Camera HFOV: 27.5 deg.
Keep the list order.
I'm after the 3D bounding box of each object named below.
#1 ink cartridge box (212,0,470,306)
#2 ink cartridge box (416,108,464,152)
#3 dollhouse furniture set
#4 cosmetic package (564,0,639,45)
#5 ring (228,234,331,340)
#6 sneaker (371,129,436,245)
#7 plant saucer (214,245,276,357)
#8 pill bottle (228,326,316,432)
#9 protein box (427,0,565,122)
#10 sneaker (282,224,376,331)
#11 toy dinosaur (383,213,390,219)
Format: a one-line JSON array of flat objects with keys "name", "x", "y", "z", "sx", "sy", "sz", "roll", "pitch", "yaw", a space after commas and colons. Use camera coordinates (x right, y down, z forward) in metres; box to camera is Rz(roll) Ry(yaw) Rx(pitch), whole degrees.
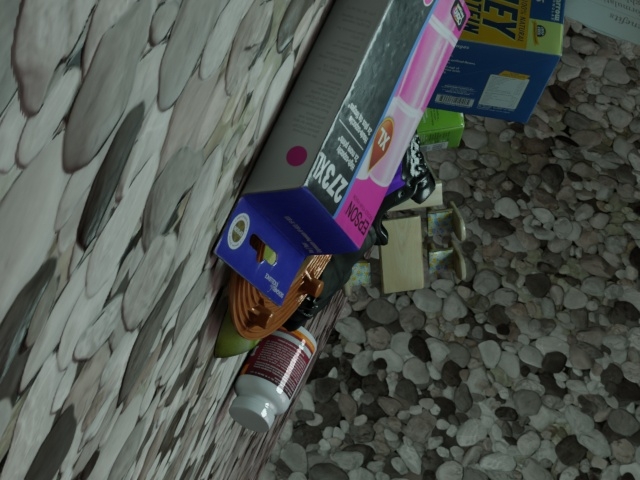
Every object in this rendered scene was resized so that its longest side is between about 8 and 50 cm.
[{"name": "ink cartridge box", "x": 0.029, "y": -0.116, "z": 1.278, "sx": 0.371, "sy": 0.069, "sz": 0.176, "roll": -63, "pitch": 154, "yaw": -10}, {"name": "ink cartridge box", "x": 0.160, "y": -0.281, "z": 2.098, "sx": 0.189, "sy": 0.097, "sz": 0.255, "roll": 64, "pitch": 17, "yaw": -83}, {"name": "dollhouse furniture set", "x": 0.137, "y": -0.013, "z": 2.193, "sx": 0.161, "sy": 0.212, "sz": 0.242, "roll": -108, "pitch": -168, "yaw": -63}, {"name": "cosmetic package", "x": 0.431, "y": -0.492, "z": 1.628, "sx": 0.327, "sy": 0.329, "sz": 0.394, "roll": -51, "pitch": 152, "yaw": -21}, {"name": "ring", "x": -0.002, "y": -0.041, "z": 1.431, "sx": 0.337, "sy": 0.032, "sz": 0.337, "roll": -56, "pitch": 162, "yaw": -29}, {"name": "sneaker", "x": 0.109, "y": -0.125, "z": 1.895, "sx": 0.102, "sy": 0.146, "sz": 0.293, "roll": -37, "pitch": 151, "yaw": -80}, {"name": "plant saucer", "x": -0.057, "y": 0.037, "z": 1.553, "sx": 0.241, "sy": 0.037, "sz": 0.241, "roll": 25, "pitch": 90, "yaw": -86}, {"name": "pill bottle", "x": -0.071, "y": 0.195, "z": 1.882, "sx": 0.086, "sy": 0.086, "sz": 0.152, "roll": 107, "pitch": 9, "yaw": -57}, {"name": "protein box", "x": 0.202, "y": -0.268, "z": 1.713, "sx": 0.201, "sy": 0.199, "sz": 0.136, "roll": 101, "pitch": -3, "yaw": -70}, {"name": "sneaker", "x": -0.007, "y": 0.038, "z": 1.740, "sx": 0.130, "sy": 0.109, "sz": 0.286, "roll": -56, "pitch": 170, "yaw": -26}, {"name": "toy dinosaur", "x": 0.136, "y": -0.137, "z": 2.301, "sx": 0.160, "sy": 0.121, "sz": 0.314, "roll": -87, "pitch": -159, "yaw": -64}]
